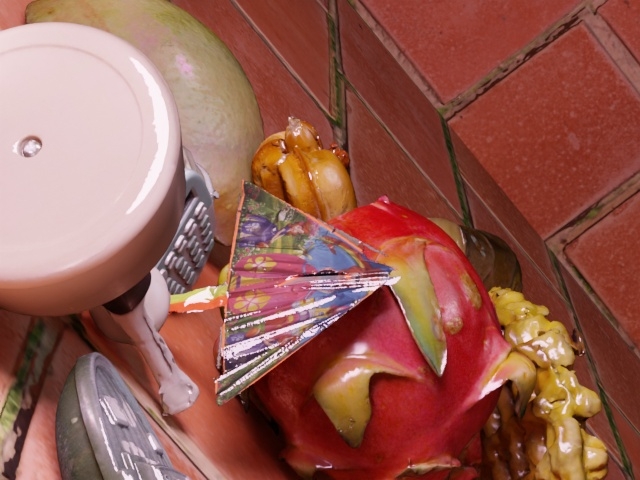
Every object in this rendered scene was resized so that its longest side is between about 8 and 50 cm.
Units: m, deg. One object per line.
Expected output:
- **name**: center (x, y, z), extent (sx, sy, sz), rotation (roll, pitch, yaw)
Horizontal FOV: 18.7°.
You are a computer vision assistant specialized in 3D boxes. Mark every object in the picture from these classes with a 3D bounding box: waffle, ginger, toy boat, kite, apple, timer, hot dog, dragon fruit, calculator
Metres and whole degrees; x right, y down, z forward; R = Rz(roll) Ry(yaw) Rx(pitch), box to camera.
- **waffle**: center (0.166, 0.197, 1.577), extent (0.325, 0.068, 0.302), rotation (-118, -150, -62)
- **ginger**: center (0.187, 0.034, 2.442), extent (0.263, 0.109, 0.116), rotation (25, 47, -65)
- **toy boat**: center (-0.081, 0.163, 1.074), extent (0.078, 0.085, 0.260), rotation (35, 21, -54)
- **kite**: center (-0.033, 0.029, 1.387), extent (0.241, 0.183, 0.014), rotation (-93, 171, -49)
- **apple**: center (-0.144, -0.132, 1.640), extent (0.193, 0.120, 0.265), rotation (26, 25, -52)
- **timer**: center (-0.147, 0.002, 1.236), extent (0.175, 0.175, 0.266), rotation (59, -5, 27)
- **hot dog**: center (0.000, 0.000, 1.638), extent (0.102, 0.076, 0.249), rotation (36, -34, 42)
- **dragon fruit**: center (0.038, 0.089, 1.477), extent (0.227, 0.224, 0.224), rotation (66, 15, 18)
- **calculator**: center (-0.111, -0.003, 1.426), extent (0.021, 0.095, 0.153), rotation (23, -17, 21)

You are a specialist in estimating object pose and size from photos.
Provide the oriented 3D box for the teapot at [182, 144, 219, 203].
- **teapot**: center (-0.144, -0.030, 1.442), extent (0.200, 0.077, 0.107), rotation (20, 62, -68)
